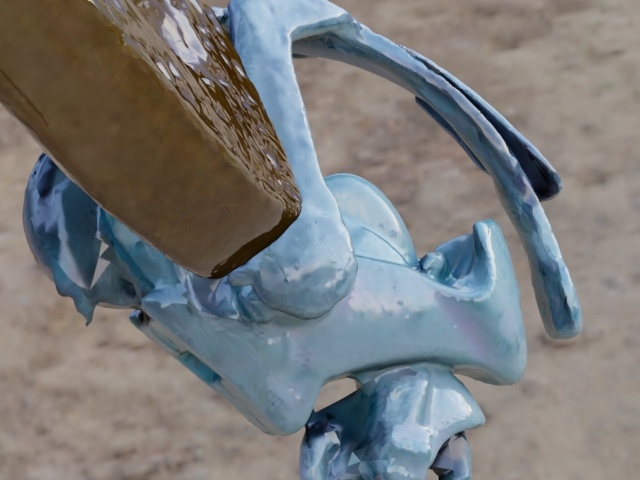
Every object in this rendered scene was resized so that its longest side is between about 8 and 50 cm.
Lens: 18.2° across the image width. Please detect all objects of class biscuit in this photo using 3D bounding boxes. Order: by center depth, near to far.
[{"bbox_3d":[-0.132,-0.146,0.689,0.063,0.367,0.314,-35,41,6],"label":"biscuit"}]

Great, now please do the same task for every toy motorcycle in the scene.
[{"bbox_3d":[0.000,0.000,0.936,0.206,0.260,0.154,-51,4,-16],"label":"toy motorcycle"}]
